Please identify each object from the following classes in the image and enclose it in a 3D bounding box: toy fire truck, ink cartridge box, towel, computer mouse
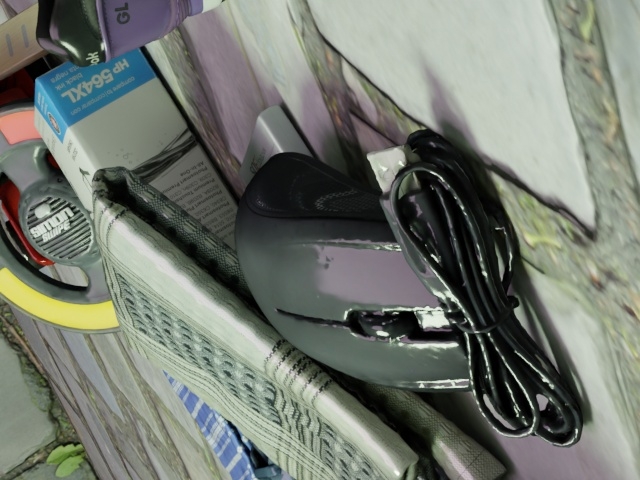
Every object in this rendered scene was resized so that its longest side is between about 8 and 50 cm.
[{"bbox_3d":[-0.261,-0.107,1.684,0.217,0.158,0.246,58,177,8],"label":"toy fire truck"},{"bbox_3d":[-0.137,-0.043,1.445,0.203,0.086,0.148,59,166,5],"label":"ink cartridge box"},{"bbox_3d":[-0.026,0.111,1.258,0.324,0.056,0.312,37,161,11],"label":"towel"},{"bbox_3d":[-0.145,0.154,1.991,0.336,0.040,0.243,57,167,7],"label":"towel"},{"bbox_3d":[0.018,0.022,1.009,0.272,0.072,0.188,18,140,61],"label":"computer mouse"}]

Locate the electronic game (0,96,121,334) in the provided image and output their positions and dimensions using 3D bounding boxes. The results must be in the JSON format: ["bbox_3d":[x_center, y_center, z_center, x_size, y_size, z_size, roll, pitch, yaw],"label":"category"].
[{"bbox_3d":[-0.220,-0.018,1.607,0.229,0.229,0.048,64,-150,-20],"label":"electronic game"}]

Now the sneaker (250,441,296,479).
[{"bbox_3d":[-0.006,0.274,1.517,0.350,0.148,0.131,59,166,3],"label":"sneaker"}]

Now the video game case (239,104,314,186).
[{"bbox_3d":[0.000,0.000,1.190,0.157,0.019,0.143,57,167,7],"label":"video game case"}]

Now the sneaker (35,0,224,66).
[{"bbox_3d":[-0.171,-0.237,1.072,0.283,0.124,0.107,61,166,-7],"label":"sneaker"}]
